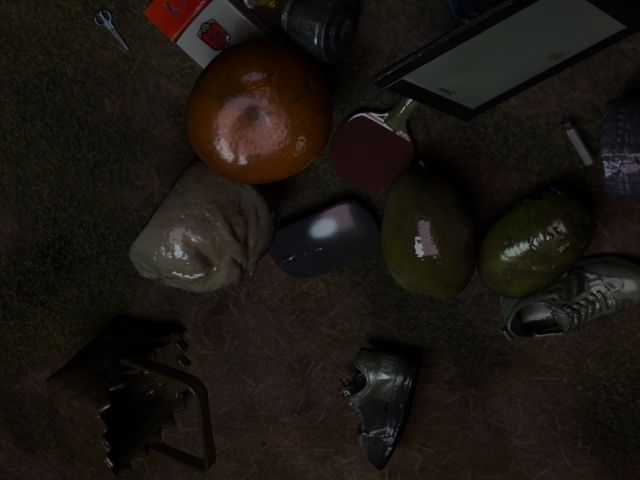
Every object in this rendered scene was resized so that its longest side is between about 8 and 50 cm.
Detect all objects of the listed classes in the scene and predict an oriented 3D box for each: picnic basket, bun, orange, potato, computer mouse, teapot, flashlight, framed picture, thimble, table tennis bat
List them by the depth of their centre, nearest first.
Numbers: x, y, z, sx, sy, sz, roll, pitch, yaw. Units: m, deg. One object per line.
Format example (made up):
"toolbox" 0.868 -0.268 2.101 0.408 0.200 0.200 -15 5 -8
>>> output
"framed picture" 0.281 -0.277 1.620 0.347 0.016 0.265 -27 157 35
"thimble" 0.479 -0.142 1.675 0.097 0.150 0.150 4 126 22
"teapot" -0.008 -0.357 1.727 0.108 0.111 0.149 22 137 23
"flashlight" 0.410 -0.158 1.771 0.018 0.018 0.083 -22 115 34
"orange" -0.098 -0.207 1.778 0.240 0.171 0.240 -1 117 -1
"potato" 0.356 0.007 1.859 0.149 0.113 0.251 29 138 -10
"table tennis bat" 0.107 -0.178 1.874 0.138 0.022 0.246 34 132 -6
"potato" 0.178 -0.017 1.875 0.174 0.159 0.251 9 120 26
"bun" -0.182 -0.029 1.934 0.204 0.281 0.281 33 130 -7
"computer mouse" 0.000 0.001 2.020 0.232 0.057 0.120 -22 115 32
"picnic basket" -0.358 0.328 2.249 0.321 0.291 0.254 17 129 24

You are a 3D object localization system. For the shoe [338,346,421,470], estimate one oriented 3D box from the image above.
"shoe" 0.102 0.321 2.195 0.149 0.109 0.293 21 127 10

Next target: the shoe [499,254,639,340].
"shoe" 0.434 0.107 1.911 0.274 0.098 0.103 -20 120 30

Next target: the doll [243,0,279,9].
"doll" -0.127 -0.429 1.746 0.162 0.062 0.106 32 125 -3

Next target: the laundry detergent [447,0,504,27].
"laundry detergent" 0.317 -0.392 1.566 0.289 0.094 0.143 -24 72 30

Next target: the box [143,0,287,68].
"box" -0.162 -0.339 1.844 0.245 0.035 0.139 43 128 -13

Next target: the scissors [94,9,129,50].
"scissors" -0.356 -0.361 1.919 0.036 0.006 0.083 -26 113 32
